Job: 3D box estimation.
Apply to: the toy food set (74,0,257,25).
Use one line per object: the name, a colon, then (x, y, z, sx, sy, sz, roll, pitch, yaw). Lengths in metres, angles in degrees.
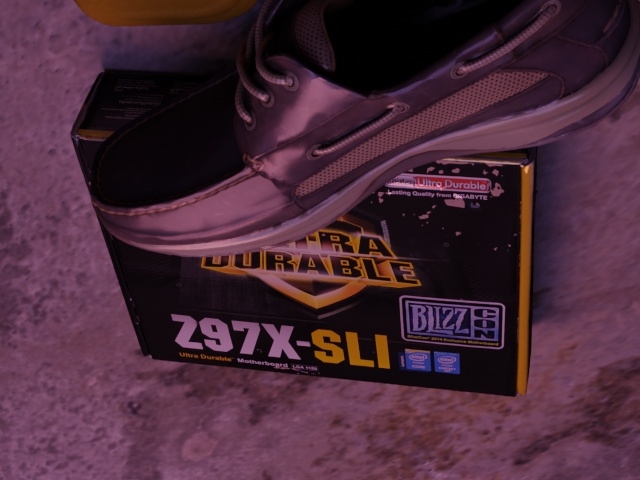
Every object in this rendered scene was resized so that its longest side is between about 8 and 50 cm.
toy food set: (-0.100, -0.193, 0.773, 0.218, 0.071, 0.128, 3, 161, 17)

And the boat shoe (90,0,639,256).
boat shoe: (0.009, -0.102, 0.741, 0.355, 0.132, 0.130, -21, 142, 14)

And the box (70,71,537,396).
box: (0.000, 0.000, 0.939, 0.322, 0.079, 0.257, 5, 139, 12)
